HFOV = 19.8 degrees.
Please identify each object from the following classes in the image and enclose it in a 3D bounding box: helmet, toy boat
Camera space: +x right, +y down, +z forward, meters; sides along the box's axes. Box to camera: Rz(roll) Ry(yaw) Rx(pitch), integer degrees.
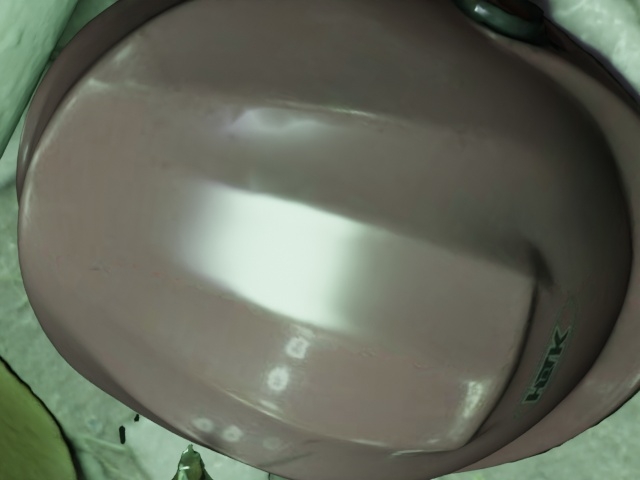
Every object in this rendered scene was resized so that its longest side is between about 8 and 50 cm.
[{"bbox_3d":[0.000,0.000,0.881,0.338,0.197,0.271,29,113,12],"label":"helmet"},{"bbox_3d":[-0.207,0.118,1.045,0.061,0.116,0.188,-42,87,21],"label":"toy boat"}]

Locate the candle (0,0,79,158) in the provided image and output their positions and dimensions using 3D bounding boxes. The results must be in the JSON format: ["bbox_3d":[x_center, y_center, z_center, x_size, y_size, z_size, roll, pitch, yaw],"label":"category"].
[{"bbox_3d":[-0.232,-0.097,0.919,0.187,0.187,0.330,32,106,9],"label":"candle"}]

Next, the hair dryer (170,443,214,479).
[{"bbox_3d":[0.024,0.173,0.934,0.229,0.267,0.092,11,69,-5],"label":"hair dryer"}]
